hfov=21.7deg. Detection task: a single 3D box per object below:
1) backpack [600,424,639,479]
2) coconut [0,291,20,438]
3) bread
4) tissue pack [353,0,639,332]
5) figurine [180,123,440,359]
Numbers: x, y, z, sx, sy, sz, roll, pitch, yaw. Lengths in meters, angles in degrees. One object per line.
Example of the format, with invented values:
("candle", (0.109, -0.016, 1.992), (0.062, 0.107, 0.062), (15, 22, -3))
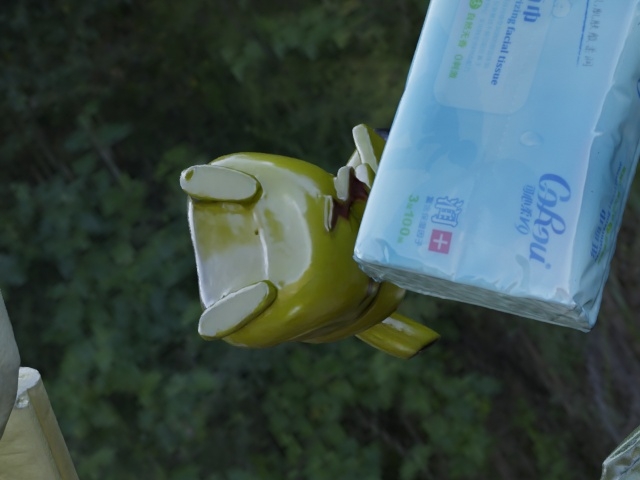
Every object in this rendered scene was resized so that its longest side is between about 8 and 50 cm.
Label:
("backpack", (0.361, 0.227, 1.571), (0.207, 0.140, 0.253), (-40, -30, 4))
("coconut", (-0.285, 0.061, 0.998), (0.224, 0.224, 0.224), (-32, 8, 5))
("bread", (-0.323, 0.204, 1.669), (0.140, 0.178, 0.060), (-4, 42, 11))
("tissue pack", (0.139, -0.084, 1.179), (0.177, 0.263, 0.089), (12, -10, 27))
("figurine", (-0.003, 0.000, 1.450), (0.169, 0.218, 0.327), (-6, -5, 15))
